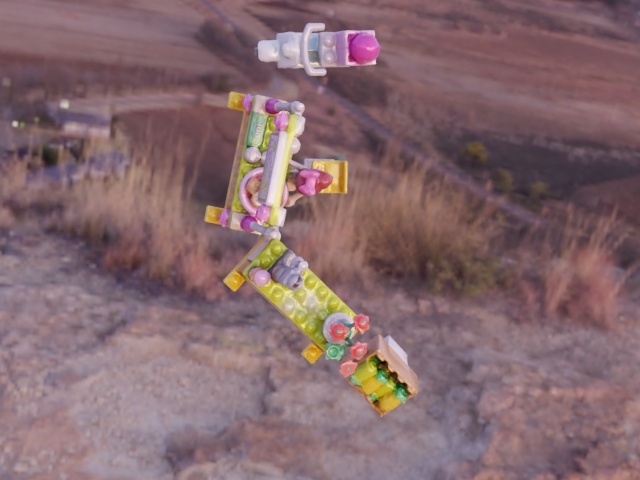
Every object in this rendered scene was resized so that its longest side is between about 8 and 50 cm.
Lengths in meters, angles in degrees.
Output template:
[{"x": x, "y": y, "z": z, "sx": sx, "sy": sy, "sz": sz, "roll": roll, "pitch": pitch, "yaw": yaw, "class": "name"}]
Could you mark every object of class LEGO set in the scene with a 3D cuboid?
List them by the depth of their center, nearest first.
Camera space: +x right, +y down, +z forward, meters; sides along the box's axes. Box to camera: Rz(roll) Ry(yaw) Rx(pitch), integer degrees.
[{"x": 0.000, "y": 0.000, "z": 0.742, "sx": 0.132, "sy": 0.287, "sz": 0.107, "roll": -13, "pitch": 10, "yaw": -16, "class": "LEGO set"}]
